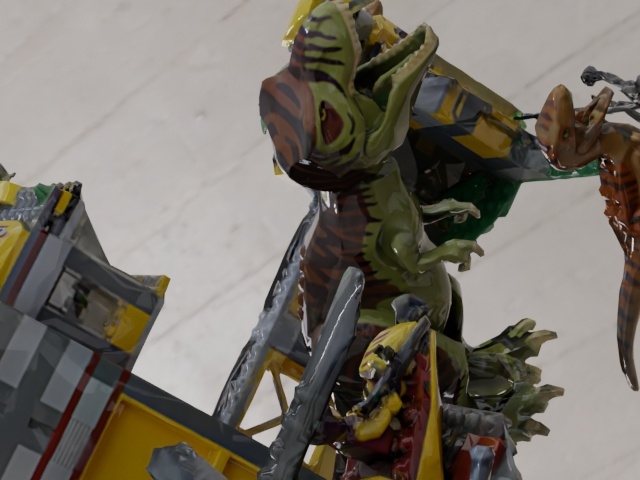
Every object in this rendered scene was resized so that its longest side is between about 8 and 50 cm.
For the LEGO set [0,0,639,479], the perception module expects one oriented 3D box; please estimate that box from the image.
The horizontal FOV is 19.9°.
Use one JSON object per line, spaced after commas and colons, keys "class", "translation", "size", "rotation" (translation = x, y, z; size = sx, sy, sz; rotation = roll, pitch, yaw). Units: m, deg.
{"class": "LEGO set", "translation": [0.000, 0.000, 0.472], "size": [0.192, 0.255, 0.331], "rotation": [31, 173, -25]}
